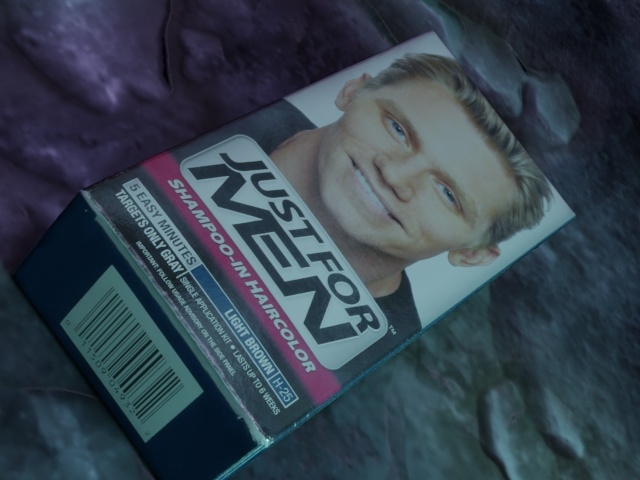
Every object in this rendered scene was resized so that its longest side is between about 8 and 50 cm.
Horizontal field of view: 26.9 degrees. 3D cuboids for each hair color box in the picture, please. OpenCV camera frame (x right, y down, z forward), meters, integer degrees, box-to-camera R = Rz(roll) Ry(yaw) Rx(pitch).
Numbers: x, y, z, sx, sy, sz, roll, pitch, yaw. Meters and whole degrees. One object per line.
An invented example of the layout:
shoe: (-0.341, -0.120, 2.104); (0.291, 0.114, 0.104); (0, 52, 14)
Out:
hair color box: (0.000, 0.000, 0.850); (0.174, 0.105, 0.347); (53, 44, 5)
